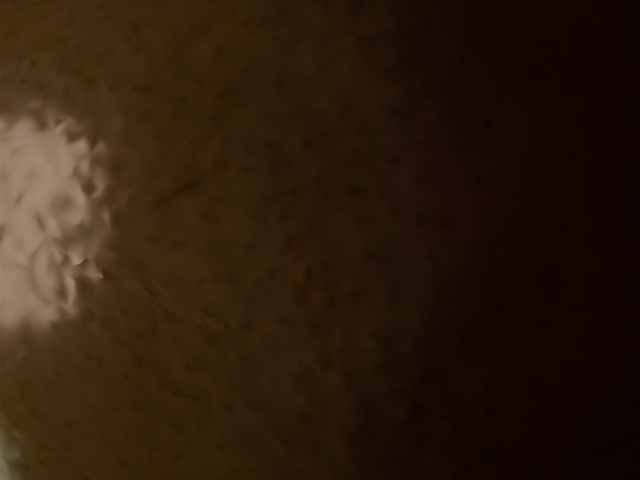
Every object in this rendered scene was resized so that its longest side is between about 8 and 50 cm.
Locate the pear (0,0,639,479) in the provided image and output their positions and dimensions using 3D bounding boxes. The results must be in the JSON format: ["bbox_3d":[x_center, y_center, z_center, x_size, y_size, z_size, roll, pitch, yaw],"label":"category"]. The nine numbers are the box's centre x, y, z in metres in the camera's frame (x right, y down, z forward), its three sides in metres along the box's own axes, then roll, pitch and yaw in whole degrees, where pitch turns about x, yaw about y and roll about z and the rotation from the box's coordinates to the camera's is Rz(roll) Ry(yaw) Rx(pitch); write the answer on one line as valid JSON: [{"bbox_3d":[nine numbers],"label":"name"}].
[{"bbox_3d":[0.000,0.000,0.560,0.309,0.309,0.309,4,-90,-87],"label":"pear"}]
